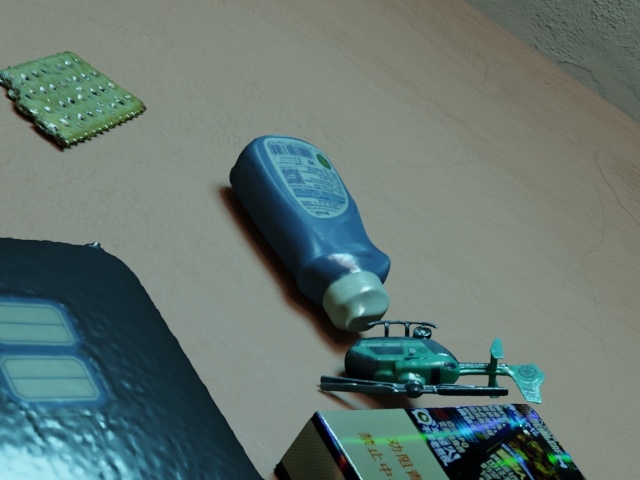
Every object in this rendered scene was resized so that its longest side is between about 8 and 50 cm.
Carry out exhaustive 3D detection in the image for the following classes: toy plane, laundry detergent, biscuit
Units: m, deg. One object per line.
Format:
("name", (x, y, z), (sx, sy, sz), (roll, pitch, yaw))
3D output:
("toy plane", (0.118, 0.134, 1.259), (0.235, 0.060, 0.096), (1, 27, 2))
("laundry detergent", (0.000, 0.000, 1.401), (0.143, 0.094, 0.290), (16, 34, -41))
("biscuit", (-0.307, -0.177, 1.441), (0.144, 0.016, 0.203), (36, 26, 7))

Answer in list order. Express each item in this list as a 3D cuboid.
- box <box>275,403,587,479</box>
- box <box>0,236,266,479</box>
("box", (0.132, 0.251, 1.120), (0.310, 0.084, 0.198), (6, 37, -41))
("box", (-0.231, 0.134, 0.929), (0.359, 0.091, 0.350), (2, 41, -45))
